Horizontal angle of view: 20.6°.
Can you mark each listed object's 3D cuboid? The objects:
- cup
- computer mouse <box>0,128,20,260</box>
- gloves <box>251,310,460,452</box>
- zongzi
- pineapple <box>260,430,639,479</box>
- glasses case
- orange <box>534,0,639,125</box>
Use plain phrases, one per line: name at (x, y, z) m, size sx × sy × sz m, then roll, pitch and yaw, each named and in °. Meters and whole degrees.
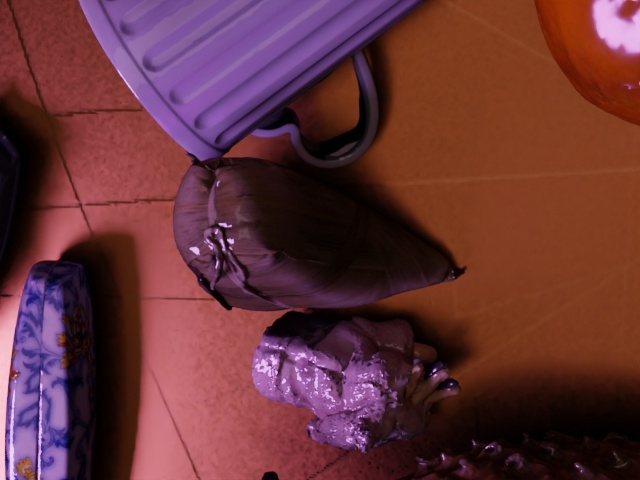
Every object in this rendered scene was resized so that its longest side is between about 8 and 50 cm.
cup at (-0.031, -0.167, 1.230) m, size 0.202 × 0.221 × 0.167 m, roll -33°, pitch 58°, yaw 12°
computer mouse at (-0.294, 0.002, 1.340) m, size 0.126 × 0.071 × 0.231 m, roll 19°, pitch 93°, yaw 22°
gloves at (0.022, 0.105, 1.281) m, size 0.144 × 0.110 × 0.094 m, roll 30°, pitch 115°, yaw 34°
zongzi at (0.000, 0.000, 1.226) m, size 0.197 × 0.194 × 0.099 m, roll 5°, pitch 81°, yaw 7°
pineapple at (0.082, 0.223, 1.212) m, size 0.362 × 0.202 × 0.202 m, roll 5°, pitch 101°, yaw -3°
glasses case at (-0.205, 0.139, 1.335) m, size 0.065 × 0.087 × 0.248 m, roll 5°, pitch 102°, yaw 6°
orange at (0.270, -0.170, 1.086) m, size 0.283 × 0.284 × 0.226 m, roll 4°, pitch 94°, yaw 10°
